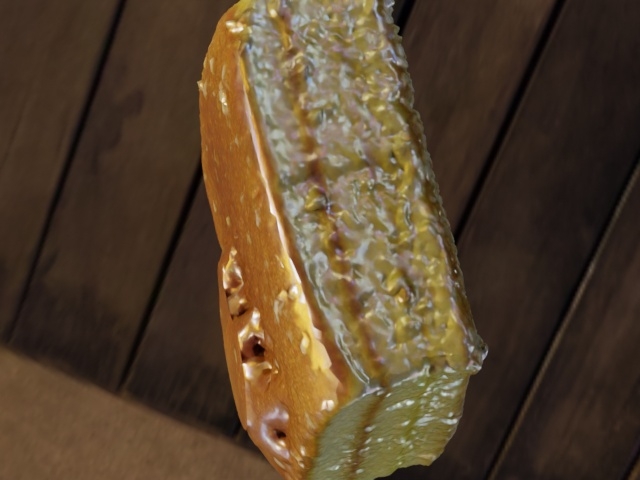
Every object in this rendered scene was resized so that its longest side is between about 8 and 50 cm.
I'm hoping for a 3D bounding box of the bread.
[{"bbox_3d":[0.000,0.000,0.862,0.110,0.234,0.184,-10,158,-10],"label":"bread"}]
